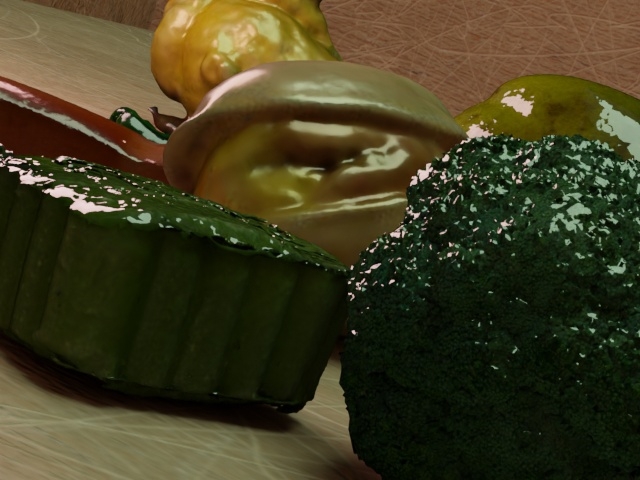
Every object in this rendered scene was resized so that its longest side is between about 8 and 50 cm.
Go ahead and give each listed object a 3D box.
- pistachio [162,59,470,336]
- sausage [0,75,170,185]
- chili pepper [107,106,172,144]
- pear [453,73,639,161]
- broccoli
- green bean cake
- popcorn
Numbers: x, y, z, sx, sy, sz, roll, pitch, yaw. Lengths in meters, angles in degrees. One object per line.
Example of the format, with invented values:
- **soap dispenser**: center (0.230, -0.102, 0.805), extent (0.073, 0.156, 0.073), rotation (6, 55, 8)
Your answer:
- **pistachio**: center (0.019, -0.024, 1.424), extent (0.309, 0.230, 0.230), rotation (5, 16, -46)
- **sausage**: center (-0.210, -0.067, 1.550), extent (0.348, 0.094, 0.097), rotation (21, 16, 1)
- **chili pepper**: center (-0.094, -0.038, 1.653), extent (0.253, 0.083, 0.099), rotation (25, -7, -6)
- **pear**: center (0.248, -0.014, 1.664), extent (0.321, 0.269, 0.269), rotation (46, 17, 19)
- **broccoli**: center (0.136, 0.074, 1.040), extent (0.270, 0.270, 0.270), rotation (22, -24, 24)
- **green bean cake**: center (-0.105, 0.023, 1.108), extent (0.214, 0.113, 0.200), rotation (14, 7, -35)
- **popcorn**: center (-0.081, -0.233, 2.392), extent (0.297, 0.281, 0.316), rotation (34, 15, -21)
